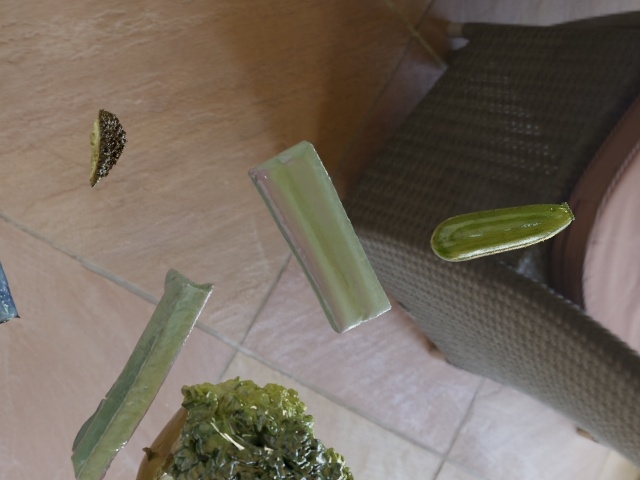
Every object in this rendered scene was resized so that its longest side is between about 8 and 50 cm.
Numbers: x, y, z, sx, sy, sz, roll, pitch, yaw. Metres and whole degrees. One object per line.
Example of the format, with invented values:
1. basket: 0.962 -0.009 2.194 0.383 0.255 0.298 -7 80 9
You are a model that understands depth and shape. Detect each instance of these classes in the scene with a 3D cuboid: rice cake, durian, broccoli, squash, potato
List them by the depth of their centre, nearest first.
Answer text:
1. rice cake: 0.001 0.001 0.907 0.080 0.042 0.221 -30 100 -17
2. rice cake: -0.227 0.167 0.992 0.051 0.081 0.290 30 89 -40
3. broccoli: -0.123 0.332 1.110 0.293 0.281 0.347 -31 118 -3
4. squash: 0.253 -0.016 1.117 0.066 0.201 0.066 -14 90 -71
5. durian: -0.340 -0.147 1.226 0.052 0.066 0.130 31 58 -65
6. potato: -0.215 0.343 1.351 0.299 0.116 0.239 -40 162 -1

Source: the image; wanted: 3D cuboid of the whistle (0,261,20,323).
1. whistle: -0.387 -0.053 0.807 0.062 0.062 0.304 -20 92 -33
